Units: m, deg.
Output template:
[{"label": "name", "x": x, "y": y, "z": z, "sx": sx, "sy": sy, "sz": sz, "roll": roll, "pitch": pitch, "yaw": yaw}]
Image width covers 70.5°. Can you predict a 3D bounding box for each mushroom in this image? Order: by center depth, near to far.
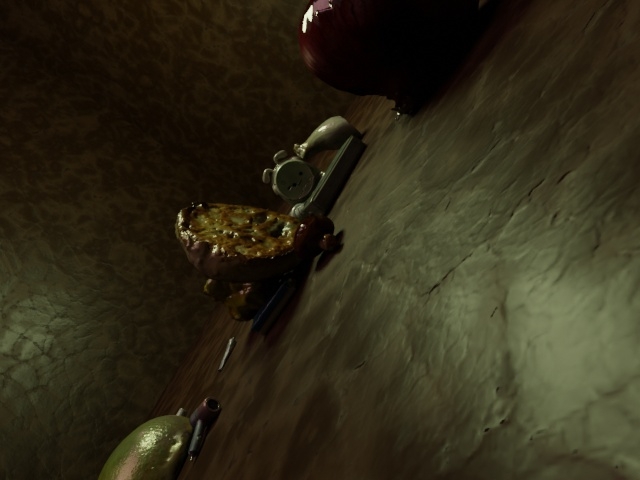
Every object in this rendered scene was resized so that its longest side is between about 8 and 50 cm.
[{"label": "mushroom", "x": -0.006, "y": -0.010, "z": 0.816, "sx": 0.088, "sy": 0.072, "sz": 0.129, "roll": -28, "pitch": 2, "yaw": -20}, {"label": "mushroom", "x": 0.017, "y": -0.318, "z": 1.437, "sx": 0.225, "sy": 0.116, "sz": 0.093, "roll": -23, "pitch": 61, "yaw": 21}]

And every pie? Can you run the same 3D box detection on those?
[{"label": "pie", "x": -0.164, "y": -0.003, "z": 0.987, "sx": 0.315, "sy": 0.316, "sz": 0.092, "roll": -80, "pitch": -2, "yaw": -67}]

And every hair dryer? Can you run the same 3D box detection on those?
[{"label": "hair dryer", "x": -0.218, "y": 0.347, "z": 0.823, "sx": 0.063, "sy": 0.037, "sz": 0.114, "roll": -50, "pitch": 19, "yaw": 27}]

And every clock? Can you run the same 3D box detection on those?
[{"label": "clock", "x": -0.084, "y": -0.194, "z": 1.459, "sx": 0.151, "sy": 0.191, "sz": 0.062, "roll": -57, "pitch": 9, "yaw": 4}]

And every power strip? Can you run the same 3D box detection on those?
[{"label": "power strip", "x": -0.090, "y": 0.126, "z": 0.898, "sx": 0.123, "sy": 0.032, "sz": 0.056, "roll": -55, "pitch": 10, "yaw": 8}, {"label": "power strip", "x": 0.037, "y": -0.165, "z": 1.171, "sx": 0.272, "sy": 0.052, "sz": 0.078, "roll": -61, "pitch": 9, "yaw": -24}]

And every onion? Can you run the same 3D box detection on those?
[{"label": "onion", "x": 0.140, "y": -0.381, "z": 0.871, "sx": 0.348, "sy": 0.285, "sz": 0.347, "roll": -18, "pitch": 1, "yaw": 0}]

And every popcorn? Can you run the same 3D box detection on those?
[{"label": "popcorn", "x": -0.176, "y": 0.098, "z": 1.079, "sx": 0.197, "sy": 0.156, "sz": 0.197, "roll": -49, "pitch": -1, "yaw": -2}]

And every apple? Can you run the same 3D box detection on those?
[{"label": "apple", "x": -0.348, "y": 0.446, "z": 0.902, "sx": 0.193, "sy": 0.120, "sz": 0.264, "roll": -38, "pitch": 20, "yaw": 29}]

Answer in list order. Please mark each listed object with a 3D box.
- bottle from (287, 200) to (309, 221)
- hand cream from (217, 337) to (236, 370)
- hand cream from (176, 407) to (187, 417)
[{"label": "bottle", "x": -0.061, "y": -0.075, "z": 1.318, "sx": 0.060, "sy": 0.060, "sz": 0.217, "roll": -60, "pitch": 7, "yaw": -19}, {"label": "hand cream", "x": -0.240, "y": 0.294, "z": 1.169, "sx": 0.030, "sy": 0.019, "sz": 0.093, "roll": -41, "pitch": 24, "yaw": 52}, {"label": "hand cream", "x": -0.381, "y": 0.514, "z": 1.092, "sx": 0.052, "sy": 0.038, "sz": 0.216, "roll": 89, "pitch": -159, "yaw": -61}]
